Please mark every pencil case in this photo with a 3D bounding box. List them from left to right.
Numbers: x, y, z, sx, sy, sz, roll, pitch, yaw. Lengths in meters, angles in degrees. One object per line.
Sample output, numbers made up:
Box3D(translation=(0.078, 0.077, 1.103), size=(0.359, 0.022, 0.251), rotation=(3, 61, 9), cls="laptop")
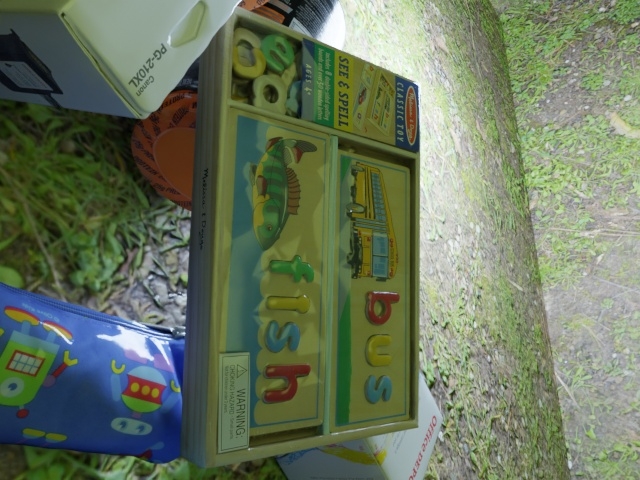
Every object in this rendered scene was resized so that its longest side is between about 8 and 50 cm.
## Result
Box3D(translation=(-0.229, 0.104, 0.441), size=(0.306, 0.119, 0.133), rotation=(33, 75, -44), cls="pencil case")

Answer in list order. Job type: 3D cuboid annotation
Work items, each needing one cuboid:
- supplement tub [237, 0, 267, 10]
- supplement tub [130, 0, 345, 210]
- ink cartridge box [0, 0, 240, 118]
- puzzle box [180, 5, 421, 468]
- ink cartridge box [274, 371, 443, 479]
Box3D(translation=(-0.083, -0.401, 0.590), size=(0.193, 0.194, 0.316), rotation=(44, 39, -36), cls="supplement tub")
Box3D(translation=(-0.095, -0.204, 0.686), size=(0.207, 0.207, 0.338), rotation=(48, 43, -33), cls="supplement tub")
Box3D(translation=(-0.210, -0.206, 0.451), size=(0.172, 0.237, 0.100), rotation=(-62, 149, -24), cls="ink cartridge box")
Box3D(translation=(0.000, 0.000, 0.549), size=(0.272, 0.052, 0.409), rotation=(6, 82, -40), cls="puzzle box")
Box3D(translation=(0.030, 0.219, 0.716), size=(0.171, 0.168, 0.232), rotation=(-45, 113, -51), cls="ink cartridge box")
